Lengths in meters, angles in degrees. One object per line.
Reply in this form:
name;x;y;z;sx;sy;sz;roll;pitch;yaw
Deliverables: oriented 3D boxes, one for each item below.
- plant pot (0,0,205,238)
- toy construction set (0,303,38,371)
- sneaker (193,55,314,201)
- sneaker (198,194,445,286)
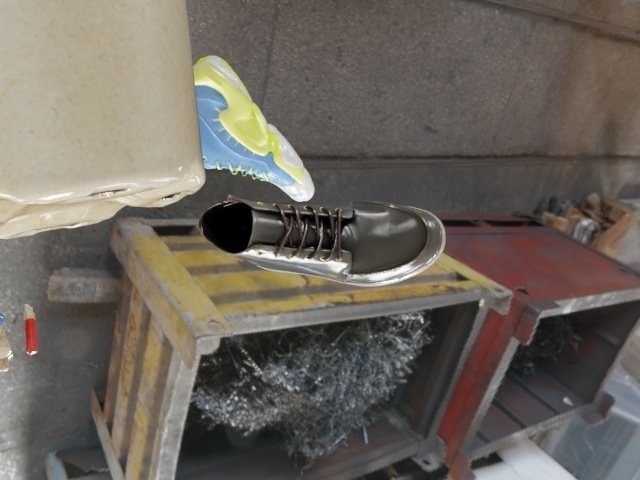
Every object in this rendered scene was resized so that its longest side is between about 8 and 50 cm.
plant pot;-0.236;-0.168;0.450;0.334;0.334;0.305;-15;92;-31
toy construction set;-0.772;0.135;1.163;0.309;0.237;0.257;25;115;-43
sneaker;-0.116;-0.124;0.749;0.126;0.091;0.240;-38;115;1
sneaker;0.000;0.000;0.522;0.118;0.222;0.083;18;71;-65
